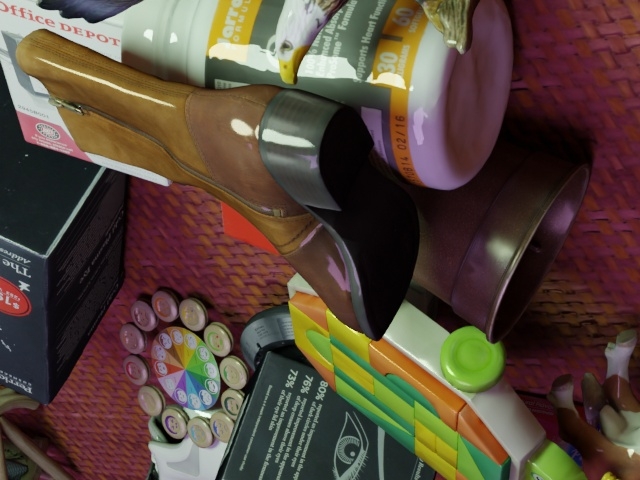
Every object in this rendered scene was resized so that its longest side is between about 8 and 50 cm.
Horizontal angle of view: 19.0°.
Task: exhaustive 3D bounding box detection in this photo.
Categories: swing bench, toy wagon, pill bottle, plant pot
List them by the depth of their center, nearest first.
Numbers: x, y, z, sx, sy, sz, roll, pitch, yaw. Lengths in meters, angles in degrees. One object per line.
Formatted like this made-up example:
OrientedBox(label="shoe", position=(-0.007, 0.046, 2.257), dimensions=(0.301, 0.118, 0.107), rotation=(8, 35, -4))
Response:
OrientedBox(label="pill bottle", position=(-0.004, -0.139, 1.480), dimensions=(0.278, 0.162, 0.162), rotation=(12, 145, 24))
OrientedBox(label="plant pot", position=(0.111, -0.027, 1.570), dimensions=(0.165, 0.167, 0.167), rotation=(29, 150, 15))
OrientedBox(label="toy wagon", position=(0.115, 0.144, 1.701), dimensions=(0.344, 0.068, 0.267), rotation=(38, 162, 19))
OrientedBox(label="swing bench", position=(-0.486, 0.262, 2.451), dimensions=(0.253, 0.165, 0.254), rotation=(13, 140, 26))

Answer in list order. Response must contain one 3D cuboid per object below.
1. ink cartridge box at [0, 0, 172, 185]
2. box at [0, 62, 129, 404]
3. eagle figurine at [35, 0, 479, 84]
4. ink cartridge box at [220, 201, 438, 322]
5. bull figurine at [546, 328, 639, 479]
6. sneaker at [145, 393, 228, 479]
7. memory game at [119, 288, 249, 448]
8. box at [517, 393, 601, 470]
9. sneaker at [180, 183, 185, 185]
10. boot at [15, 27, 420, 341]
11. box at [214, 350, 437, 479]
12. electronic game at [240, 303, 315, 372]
OrientedBox(label="ink cartridge box", position=(-0.193, -0.164, 1.663), dimensions=(0.159, 0.092, 0.218), rotation=(18, 145, 17))
OrientedBox(label="box", position=(-0.379, -0.037, 1.909), dimensions=(0.343, 0.179, 0.312), rotation=(24, 150, 8))
OrientedBox(label="eagle figurine", position=(-0.024, -0.215, 1.299), dimensions=(0.298, 0.225, 0.226), rotation=(20, 172, 6))
OrientedBox(label="ink cartridge box", position=(0.000, 0.000, 1.784), dimensions=(0.232, 0.066, 0.189), rotation=(16, 147, 12))
OrientedBox(label="bull figurine", position=(0.353, 0.162, 1.663), dimensions=(0.310, 0.101, 0.188), rotation=(-17, 111, 30))
OrientedBox(label="sneaker", position=(-0.142, 0.257, 2.227), dimensions=(0.146, 0.122, 0.330), rotation=(42, 146, 4))
OrientedBox(label="memory game", position=(-0.148, 0.139, 2.058), dimensions=(0.186, 0.012, 0.186), rotation=(19, 122, 33))
OrientedBox(label="box", position=(0.281, 0.249, 1.847), dimensions=(0.257, 0.128, 0.122), rotation=(10, 143, 29))
OrientedBox(label="sneaker", position=(-0.127, -0.077, 1.800), dimensions=(0.035, 0.031, 0.083), rotation=(22, 155, -16))
OrientedBox(label="boot", position=(-0.079, -0.038, 1.448), dimensions=(0.280, 0.096, 0.264), rotation=(15, 158, 29))
OrientedBox(label="box", position=(0.008, 0.228, 1.922), dimensions=(0.207, 0.153, 0.108), rotation=(22, 151, -3))
OrientedBox(label="electronic game", position=(0.028, 0.132, 1.956), dimensions=(0.229, 0.048, 0.229), rotation=(15, 151, 8))
